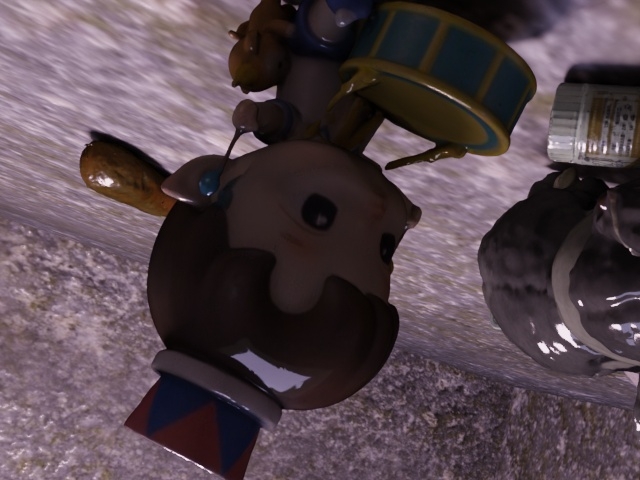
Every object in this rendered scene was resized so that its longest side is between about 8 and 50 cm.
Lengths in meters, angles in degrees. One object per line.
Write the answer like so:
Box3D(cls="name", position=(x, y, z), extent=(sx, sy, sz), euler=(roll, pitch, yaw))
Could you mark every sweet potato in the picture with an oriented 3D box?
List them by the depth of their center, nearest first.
Box3D(cls="sweet potato", position=(-0.220, -0.067, 0.847), extent=(0.081, 0.062, 0.233), euler=(5, 167, 37))

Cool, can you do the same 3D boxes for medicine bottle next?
Box3D(cls="medicine bottle", position=(0.175, -0.064, 0.365), extent=(0.083, 0.047, 0.047), euler=(10, 167, 24))

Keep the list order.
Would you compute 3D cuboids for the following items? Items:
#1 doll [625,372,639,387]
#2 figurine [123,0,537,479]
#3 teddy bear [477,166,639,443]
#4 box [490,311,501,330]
Box3D(cls="doll", position=(0.382, 0.071, 0.538), extent=(0.151, 0.151, 0.287), euler=(19, 162, -14))
Box3D(cls="figurine", position=(-0.005, -0.003, 0.355), extent=(0.161, 0.275, 0.158), euler=(23, -177, -39))
Box3D(cls="teddy bear", position=(0.203, 0.038, 0.393), extent=(0.144, 0.171, 0.251), euler=(-15, -175, -5))
Box3D(cls="box", position=(0.281, 0.080, 0.828), extent=(0.069, 0.084, 0.122), euler=(12, 172, -23))
